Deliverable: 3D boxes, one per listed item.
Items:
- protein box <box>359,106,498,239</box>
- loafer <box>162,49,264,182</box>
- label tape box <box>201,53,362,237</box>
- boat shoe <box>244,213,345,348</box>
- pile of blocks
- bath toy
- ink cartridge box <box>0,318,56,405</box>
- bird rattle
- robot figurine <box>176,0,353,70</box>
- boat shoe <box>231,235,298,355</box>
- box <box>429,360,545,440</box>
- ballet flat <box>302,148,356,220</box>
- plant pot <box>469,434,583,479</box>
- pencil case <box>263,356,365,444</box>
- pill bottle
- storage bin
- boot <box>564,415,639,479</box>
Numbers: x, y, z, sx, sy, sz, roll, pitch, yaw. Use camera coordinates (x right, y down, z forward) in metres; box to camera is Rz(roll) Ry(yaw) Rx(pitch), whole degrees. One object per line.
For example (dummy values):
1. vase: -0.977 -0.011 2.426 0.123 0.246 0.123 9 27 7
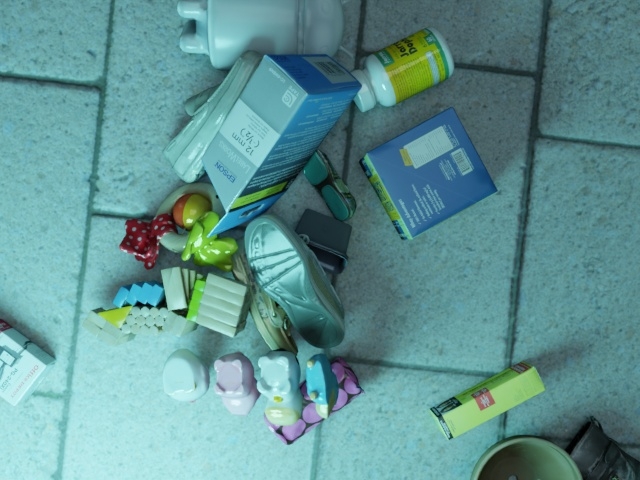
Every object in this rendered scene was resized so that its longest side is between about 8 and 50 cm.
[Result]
1. protein box: 0.219 -0.135 1.506 0.201 0.136 0.199 -29 91 -3
2. loafer: -0.220 -0.256 1.447 0.111 0.112 0.319 41 118 3
3. label tape box: -0.099 -0.186 1.380 0.115 0.249 0.347 45 118 9
4. boat shoe: -0.044 0.074 1.459 0.118 0.103 0.320 -23 114 25
5. pile of blocks: -0.300 0.127 1.477 0.363 0.113 0.148 -7 92 14
6. bath toy: -0.145 0.287 1.453 0.349 0.129 0.151 1 87 15
7. ink cartridge box: -0.647 0.252 1.498 0.150 0.063 0.109 38 88 -2
8. bird rattle: -0.278 -0.027 1.492 0.254 0.143 0.206 5 58 33
9. robot figurine: -0.105 -0.442 1.462 0.354 0.199 0.299 2 129 -3
10. boat shoe: -0.106 0.120 1.505 0.089 0.104 0.285 -26 90 0
11. box: 0.351 0.338 1.534 0.232 0.087 0.058 -26 90 -2
12. ballet flat: 0.016 -0.129 1.538 0.070 0.070 0.188 -29 95 -3
13. plant pot: 0.421 0.519 1.523 0.238 0.110 0.237 0 90 -2
14. pencil case: -0.013 0.342 1.518 0.209 0.095 0.098 -35 113 0
15. pill bottle: 0.163 -0.352 1.516 0.209 0.117 0.117 -26 91 -2
16. storage bin: 0.000 0.000 1.525 0.135 0.098 0.091 22 61 -2
17. boot: 0.599 0.539 1.553 0.229 0.091 0.262 31 84 3
